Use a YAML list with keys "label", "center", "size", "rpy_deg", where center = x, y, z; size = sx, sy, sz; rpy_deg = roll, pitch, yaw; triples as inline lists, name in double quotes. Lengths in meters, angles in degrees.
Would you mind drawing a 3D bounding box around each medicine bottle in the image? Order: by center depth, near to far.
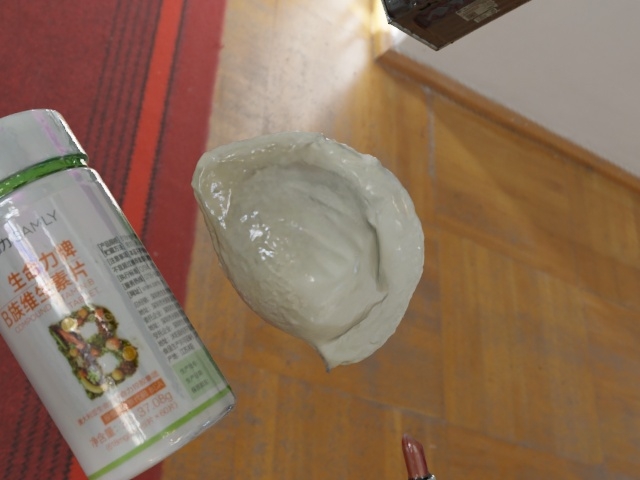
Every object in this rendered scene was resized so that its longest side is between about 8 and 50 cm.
- label: "medicine bottle"
  center: [-0.125, 0.031, 0.453]
  size: [0.086, 0.086, 0.183]
  rpy_deg: [-30, 86, -43]

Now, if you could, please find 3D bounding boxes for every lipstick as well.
- label: "lipstick"
  center: [0.083, 0.211, 0.674]
  size: [0.030, 0.030, 0.129]
  rpy_deg: [-13, 89, -13]

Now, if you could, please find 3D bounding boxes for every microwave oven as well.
- label: "microwave oven"
  center: [0.222, -0.445, 1.238]
  size: [0.181, 0.295, 0.238]
  rpy_deg: [9, 63, -56]

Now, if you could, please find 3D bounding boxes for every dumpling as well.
- label: "dumpling"
  center: [-0.003, -0.003, 0.742]
  size: [0.166, 0.126, 0.216]
  rpy_deg: [-40, 84, -6]
